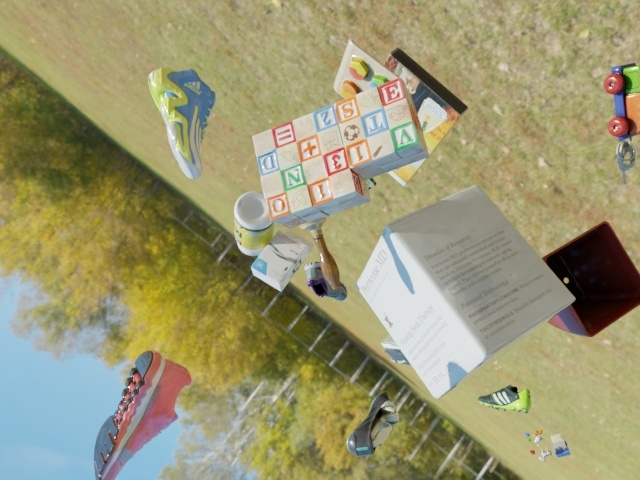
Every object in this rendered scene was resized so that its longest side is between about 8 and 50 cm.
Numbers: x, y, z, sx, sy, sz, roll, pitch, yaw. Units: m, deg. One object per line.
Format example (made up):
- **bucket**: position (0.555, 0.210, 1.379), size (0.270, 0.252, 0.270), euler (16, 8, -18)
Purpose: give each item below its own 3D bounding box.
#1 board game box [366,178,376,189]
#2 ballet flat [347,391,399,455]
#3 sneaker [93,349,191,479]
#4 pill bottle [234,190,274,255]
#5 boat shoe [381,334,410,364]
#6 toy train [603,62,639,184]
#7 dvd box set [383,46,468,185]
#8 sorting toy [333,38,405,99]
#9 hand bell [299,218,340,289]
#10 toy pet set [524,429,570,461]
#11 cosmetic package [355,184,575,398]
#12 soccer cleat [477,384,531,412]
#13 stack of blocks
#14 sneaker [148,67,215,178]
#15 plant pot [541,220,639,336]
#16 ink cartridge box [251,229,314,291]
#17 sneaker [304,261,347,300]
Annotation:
- **board game box**: position (0.031, -0.167, 1.797), size (0.136, 0.259, 0.030), euler (55, -155, -10)
- **ballet flat**: position (0.130, 0.396, 1.244), size (0.074, 0.074, 0.203), euler (36, -148, 14)
- **sneaker**: position (-0.386, 0.403, 1.261), size (0.136, 0.314, 0.116), euler (27, -179, -30)
- **pill bottle**: position (-0.192, -0.042, 1.673), size (0.119, 0.119, 0.209), euler (37, 154, 11)
- **boat shoe**: position (0.316, 0.380, 1.977), size (0.091, 0.114, 0.302), euler (62, 165, -6)
- **toy train**: position (0.673, -0.238, 1.159), size (0.143, 0.105, 0.248), euler (7, 111, 58)
- **dvd box set**: position (0.278, -0.409, 1.979), size (0.307, 0.062, 0.420), euler (43, 148, 5)
- **sorting toy**: position (0.125, -0.422, 1.584), size (0.208, 0.038, 0.193), euler (44, 153, 9)
- **hand bell**: position (0.000, 0.000, 1.383), size (0.126, 0.126, 0.242), euler (136, 114, -83)
- **toy pet set**: position (0.711, 0.647, 1.794), size (0.122, 0.114, 0.065), euler (-42, -69, -73)
- **cosmetic package**: position (0.362, 0.135, 1.533), size (0.394, 0.327, 0.329), euler (55, 152, 22)
- **soccer cleat**: position (0.534, 0.455, 1.667), size (0.060, 0.073, 0.178), euler (23, 159, -29)
- **stack of blocks**: position (0.039, -0.151, 1.046), size (0.087, 0.296, 0.171), euler (22, -128, -66)
- **sneaker**: position (-0.260, -0.252, 1.184), size (0.091, 0.126, 0.240), euler (153, 97, -74)
- **plant pot**: position (0.800, 0.135, 1.814), size (0.267, 0.267, 0.236), euler (61, 164, 6)
- **ink cartridge box**: position (-0.106, 0.043, 1.667), size (0.104, 0.180, 0.060), euler (29, 157, 17)
- **sneaker**: position (0.015, 0.164, 1.887), size (0.083, 0.098, 0.223), euler (-20, 138, 27)
